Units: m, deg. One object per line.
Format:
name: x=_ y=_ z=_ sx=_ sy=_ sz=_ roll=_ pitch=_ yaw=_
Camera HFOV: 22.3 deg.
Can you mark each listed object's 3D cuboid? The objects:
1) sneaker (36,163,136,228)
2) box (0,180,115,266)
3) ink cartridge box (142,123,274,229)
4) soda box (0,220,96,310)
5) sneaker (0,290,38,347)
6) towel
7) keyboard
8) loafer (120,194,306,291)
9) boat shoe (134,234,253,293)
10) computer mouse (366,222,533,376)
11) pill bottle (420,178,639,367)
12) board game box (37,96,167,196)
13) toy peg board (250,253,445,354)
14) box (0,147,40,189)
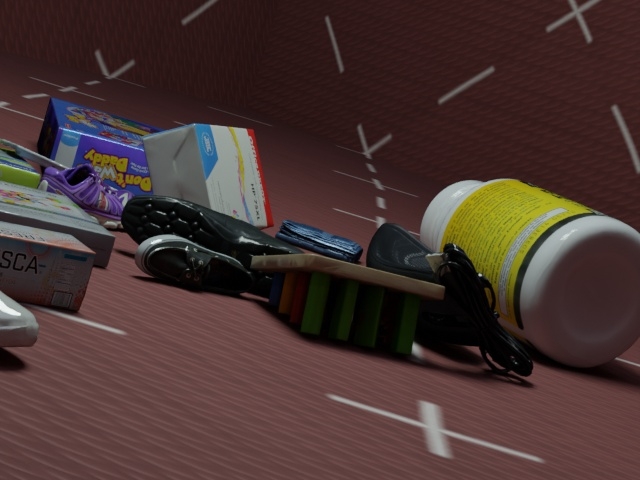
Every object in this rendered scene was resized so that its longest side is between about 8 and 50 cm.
sneaker: x=-0.269 y=-0.055 z=1.920 sx=0.068 sy=0.071 sz=0.170 roll=22 pitch=8 yaw=29
box: x=-0.315 y=-0.025 z=1.733 sx=0.145 sy=0.038 sz=0.186 roll=14 pitch=7 yaw=-27
ink cartridge box: x=-0.130 y=-0.072 z=2.053 sx=0.078 sy=0.134 sz=0.231 roll=-13 pitch=-3 yaw=20
soda box: x=-0.294 y=0.014 z=1.425 sx=0.183 sy=0.058 sz=0.063 roll=13 pitch=9 yaw=-35
sneaker: x=-0.304 y=0.017 z=1.245 sx=0.212 sy=0.094 sz=0.080 roll=20 pitch=7 yaw=20
towel: x=0.000 y=0.000 z=2.278 sx=0.119 sy=0.029 sz=0.067 roll=18 pitch=7 yaw=8
keyboard: x=-0.286 y=-0.073 z=2.059 sx=0.256 sy=0.014 sz=0.072 roll=26 pitch=3 yaw=-32
loafer: x=-0.118 y=0.007 z=1.828 sx=0.223 sy=0.076 sz=0.078 roll=20 pitch=1 yaw=-6
boat shoe: x=-0.131 y=0.027 z=1.727 sx=0.142 sy=0.049 sz=0.040 roll=14 pitch=9 yaw=-40
computer mouse: x=0.118 y=0.060 z=1.836 sx=0.188 sy=0.072 sz=0.272 roll=56 pitch=-10 yaw=-27
pill bottle: x=0.265 y=0.026 z=2.075 sx=0.188 sy=0.188 sz=0.334 roll=13 pitch=9 yaw=-28
board game box: x=-0.277 y=-0.118 z=2.317 sx=0.233 sy=0.078 sz=0.347 roll=15 pitch=8 yaw=-13
toy peg board: x=0.021 y=0.070 z=1.729 sx=0.161 sy=0.079 sz=0.160 roll=15 pitch=-8 yaw=-23
box: x=-0.405 y=-0.086 z=1.952 sx=0.109 sy=0.042 sz=0.178 roll=13 pitch=8 yaw=-25
